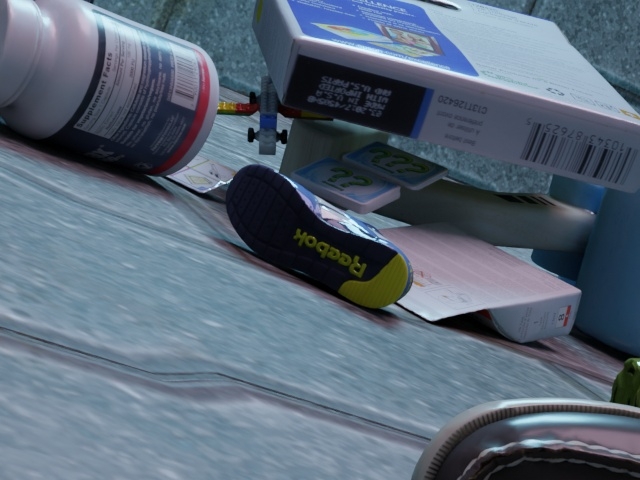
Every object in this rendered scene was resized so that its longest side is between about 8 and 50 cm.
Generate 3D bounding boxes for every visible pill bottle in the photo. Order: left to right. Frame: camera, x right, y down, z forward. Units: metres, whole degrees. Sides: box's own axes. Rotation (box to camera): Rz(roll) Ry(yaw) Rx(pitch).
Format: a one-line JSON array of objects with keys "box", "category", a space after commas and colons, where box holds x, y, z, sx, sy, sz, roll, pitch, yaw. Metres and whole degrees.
[{"box": [-0.173, -0.117, 1.074, 0.180, 0.108, 0.108, 17, 9, -43], "category": "pill bottle"}]

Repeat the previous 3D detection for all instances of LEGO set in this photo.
[{"box": [-0.042, -0.087, 1.202, 0.244, 0.060, 0.182, 25, 34, 34], "category": "LEGO set"}]

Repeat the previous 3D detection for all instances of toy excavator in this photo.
[{"box": [0.242, -0.010, 1.322, 0.445, 0.222, 0.433, 4, 18, -43], "category": "toy excavator"}]

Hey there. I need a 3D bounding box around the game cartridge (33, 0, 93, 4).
[{"box": [-0.300, -0.217, 1.225, 0.230, 0.068, 0.355, 19, -7, -10], "category": "game cartridge"}]

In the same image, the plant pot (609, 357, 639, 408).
[{"box": [0.207, 0.097, 0.836, 0.079, 0.083, 0.083, 10, 8, -7], "category": "plant pot"}]

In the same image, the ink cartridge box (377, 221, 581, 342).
[{"box": [0.087, 0.037, 1.113, 0.179, 0.045, 0.145, -10, 29, -44], "category": "ink cartridge box"}]

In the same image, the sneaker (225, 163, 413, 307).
[{"box": [0.000, 0.000, 0.979, 0.144, 0.053, 0.059, 34, 11, 19], "category": "sneaker"}]

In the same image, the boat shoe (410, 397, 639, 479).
[{"box": [0.133, 0.110, 0.411, 0.228, 0.081, 0.068, 25, 2, -6], "category": "boat shoe"}]

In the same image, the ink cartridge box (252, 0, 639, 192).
[{"box": [0.097, -0.152, 1.275, 0.303, 0.072, 0.307, 12, 19, -12], "category": "ink cartridge box"}]
